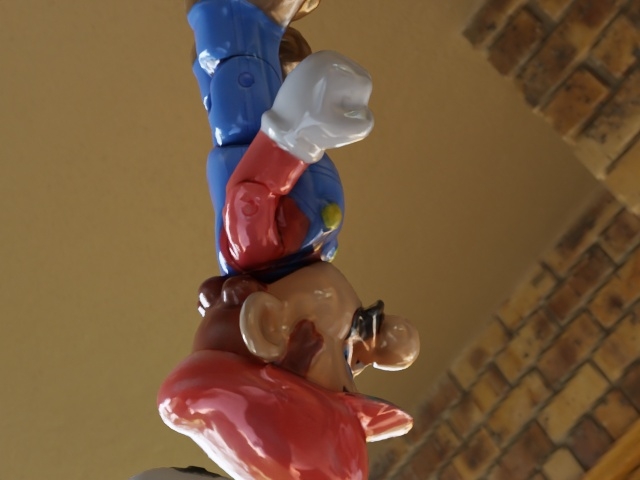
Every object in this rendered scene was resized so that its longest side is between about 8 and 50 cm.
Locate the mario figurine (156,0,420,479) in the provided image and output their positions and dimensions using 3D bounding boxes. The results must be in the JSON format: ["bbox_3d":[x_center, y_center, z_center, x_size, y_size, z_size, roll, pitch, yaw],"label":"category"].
[{"bbox_3d":[0.000,0.000,0.691,0.170,0.320,0.198,-17,-21,28],"label":"mario figurine"}]

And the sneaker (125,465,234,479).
[{"bbox_3d":[-0.074,0.242,0.507,0.110,0.118,0.292,8,-77,-17],"label":"sneaker"}]
